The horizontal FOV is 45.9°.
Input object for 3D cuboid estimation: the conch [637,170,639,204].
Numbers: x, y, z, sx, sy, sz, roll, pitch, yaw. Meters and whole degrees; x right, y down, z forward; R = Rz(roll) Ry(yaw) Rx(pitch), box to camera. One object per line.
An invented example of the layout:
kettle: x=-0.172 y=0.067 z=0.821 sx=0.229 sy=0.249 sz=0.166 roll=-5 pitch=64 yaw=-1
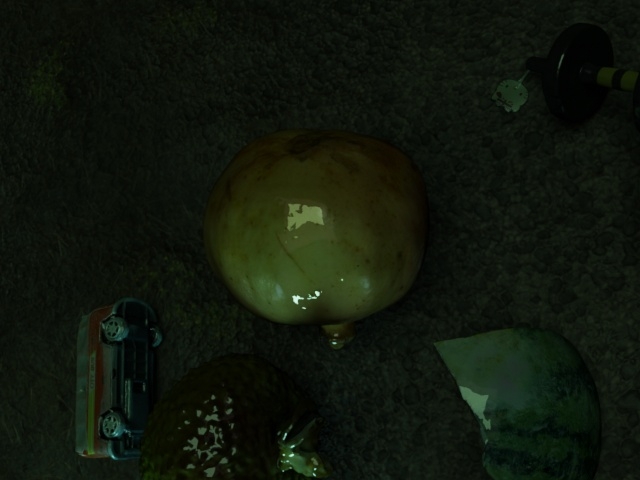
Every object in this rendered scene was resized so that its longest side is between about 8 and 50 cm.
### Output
conch: x=0.514 y=-0.044 z=1.025 sx=0.199 sy=0.131 sz=0.172 roll=-8 pitch=36 yaw=-22

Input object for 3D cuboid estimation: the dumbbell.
dumbbell: x=0.426 y=-0.226 z=1.068 sx=0.325 sy=0.143 sz=0.143 roll=26 pitch=85 yaw=47

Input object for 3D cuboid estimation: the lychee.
lychee: x=-0.124 y=0.296 z=1.089 sx=0.319 sy=0.270 sz=0.270 roll=-19 pitch=70 yaw=11

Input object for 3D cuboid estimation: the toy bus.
toy bus: x=-0.342 y=0.233 z=1.267 sx=0.119 sy=0.121 sz=0.265 roll=-13 pitch=71 yaw=26

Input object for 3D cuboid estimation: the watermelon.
watermelon: x=0.268 y=0.236 z=1.015 sx=0.175 sy=0.260 sz=0.256 roll=2 pitch=59 yaw=34

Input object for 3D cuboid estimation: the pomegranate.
pomegranate: x=0.000 y=0.000 z=1.112 sx=0.338 sy=0.338 sz=0.339 roll=-5 pitch=74 yaw=18

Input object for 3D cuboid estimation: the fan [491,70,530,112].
fan: x=0.315 y=-0.246 z=1.218 sx=0.056 sy=0.004 sz=0.083 roll=39 pitch=90 yaw=24
